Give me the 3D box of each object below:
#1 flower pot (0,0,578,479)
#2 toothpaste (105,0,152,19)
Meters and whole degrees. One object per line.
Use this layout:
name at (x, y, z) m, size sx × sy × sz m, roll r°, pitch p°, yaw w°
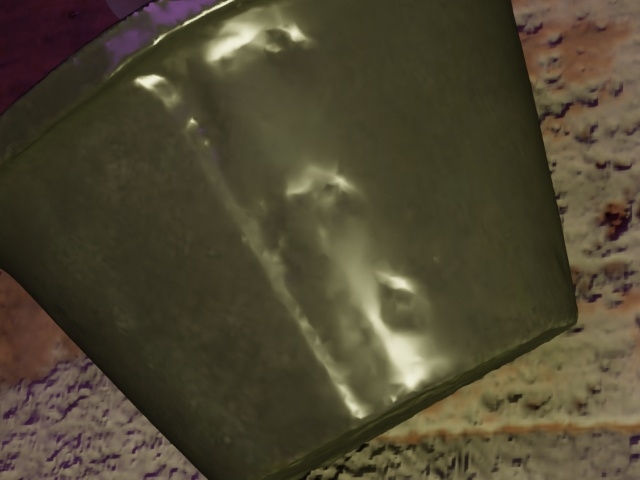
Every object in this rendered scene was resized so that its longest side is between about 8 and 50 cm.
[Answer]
flower pot at (0.000, 0.000, 0.644) m, size 0.269 × 0.269 × 0.166 m, roll -32°, pitch 78°, yaw 6°
toothpaste at (-0.057, -0.233, 0.880) m, size 0.096 × 0.061 × 0.266 m, roll -1°, pitch 58°, yaw 25°
